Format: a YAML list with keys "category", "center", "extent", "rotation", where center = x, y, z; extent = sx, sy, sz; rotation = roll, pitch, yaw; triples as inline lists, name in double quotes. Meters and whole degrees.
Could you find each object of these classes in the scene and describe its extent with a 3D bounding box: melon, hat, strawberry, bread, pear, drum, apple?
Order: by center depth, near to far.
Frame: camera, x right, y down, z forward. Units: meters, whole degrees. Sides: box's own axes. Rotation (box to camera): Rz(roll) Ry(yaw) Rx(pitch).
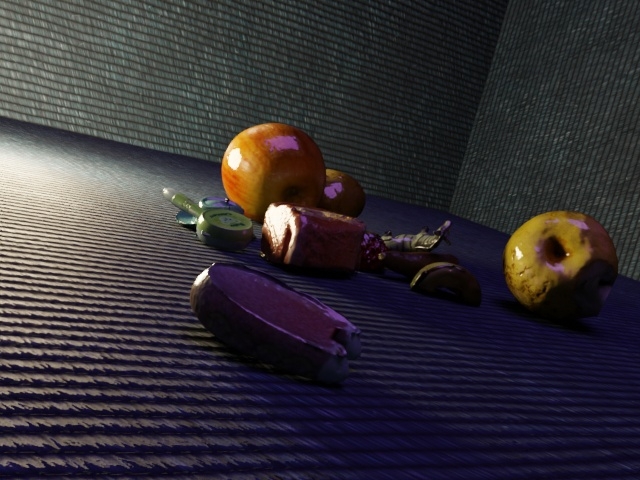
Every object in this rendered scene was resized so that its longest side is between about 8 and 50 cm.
- category: "drum"
  center: [-0.256, -0.047, 1.584]
  extent: [0.253, 0.049, 0.130]
  rotation: [23, 23, 20]
- category: "bread"
  center: [-0.007, -0.003, 1.590]
  extent: [0.244, 0.123, 0.190]
  rotation: [9, 9, -41]
- category: "melon"
  center: [0.273, 0.081, 1.664]
  extent: [0.160, 0.079, 0.128]
  rotation: [13, 10, -10]
- category: "hat"
  center: [-0.228, -0.061, 1.716]
  extent: [0.191, 0.078, 0.138]
  rotation: [11, 14, -24]
- category: "pear"
  center: [0.547, 0.060, 1.739]
  extent: [0.271, 0.271, 0.271]
  rotation: [15, 8, -2]
- category: "strawberry"
  center: [0.091, 0.018, 1.746]
  extent: [0.145, 0.086, 0.145]
  rotation: [13, 7, -2]
- category: "apple"
  center: [-0.119, -0.169, 2.008]
  extent: [0.286, 0.286, 0.233]
  rotation: [9, 27, -35]

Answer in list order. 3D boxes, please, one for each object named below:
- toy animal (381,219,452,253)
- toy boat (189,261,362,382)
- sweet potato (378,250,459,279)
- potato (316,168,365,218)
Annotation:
- category: "toy animal"
  center: [0.212, 0.007, 1.815]
  extent: [0.216, 0.073, 0.176]
  rotation: [-12, 2, 8]
- category: "toy boat"
  center: [-0.063, 0.112, 0.951]
  extent: [0.227, 0.085, 0.155]
  rotation: [27, 19, 7]
- category: "sweet potato"
  center: [0.222, 0.062, 1.743]
  extent: [0.243, 0.077, 0.077]
  rotation: [2, 15, -39]
- category: "potato"
  center: [0.021, -0.097, 2.159]
  extent: [0.203, 0.178, 0.158]
  rotation: [28, 24, -6]
